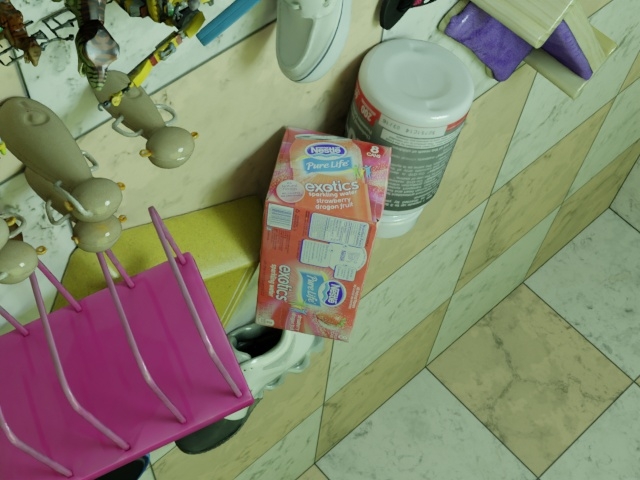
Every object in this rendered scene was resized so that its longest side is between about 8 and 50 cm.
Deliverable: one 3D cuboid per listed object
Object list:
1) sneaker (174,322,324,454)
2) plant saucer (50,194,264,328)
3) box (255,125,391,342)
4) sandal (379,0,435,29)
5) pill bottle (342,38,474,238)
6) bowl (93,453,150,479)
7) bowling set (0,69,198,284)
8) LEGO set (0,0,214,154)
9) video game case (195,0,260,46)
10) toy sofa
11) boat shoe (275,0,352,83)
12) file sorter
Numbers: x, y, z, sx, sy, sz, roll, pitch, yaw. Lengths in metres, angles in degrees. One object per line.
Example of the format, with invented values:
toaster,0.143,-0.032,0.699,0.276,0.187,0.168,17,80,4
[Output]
sneaker,-0.156,0.235,1.582,0.330,0.122,0.146,-44,141,-2
plant saucer,-0.227,0.111,1.246,0.332,0.081,0.333,-20,146,-49
box,0.000,0.000,1.272,0.300,0.154,0.142,98,4,-52
sandal,0.145,-0.343,1.171,0.179,0.040,0.067,-45,159,-3
pill bottle,0.111,-0.139,1.310,0.161,0.161,0.283,-33,155,-30
bowl,-0.423,0.397,1.319,0.391,0.077,0.391,-35,164,-11
bowling set,-0.255,-0.025,0.841,0.287,0.154,0.200,-27,152,-39
LEGO set,-0.177,-0.173,0.667,0.331,0.192,0.255,-32,155,-31
video game case,-0.044,-0.233,0.805,0.119,0.015,0.166,-34,-165,22
toy sofa,0.340,-0.324,1.419,0.177,0.150,0.362,-52,158,12
boat shoe,-0.011,-0.280,0.925,0.088,0.096,0.268,-21,147,-40
file sorter,-0.254,0.120,0.942,0.290,0.202,0.182,-25,153,-5
